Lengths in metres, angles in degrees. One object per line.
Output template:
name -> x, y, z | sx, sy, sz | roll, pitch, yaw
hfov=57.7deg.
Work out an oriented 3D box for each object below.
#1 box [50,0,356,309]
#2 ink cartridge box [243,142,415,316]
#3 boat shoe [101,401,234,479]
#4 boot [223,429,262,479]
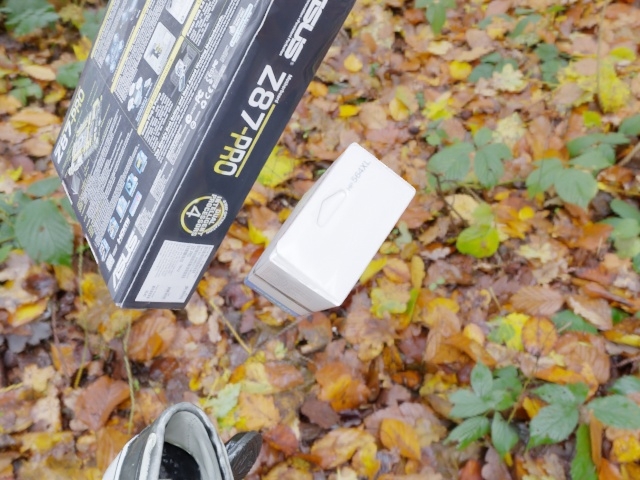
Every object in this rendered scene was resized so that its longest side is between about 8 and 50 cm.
box -> -0.168, -0.170, 0.653 | 0.097, 0.395, 0.318 | 8, 31, -46
ink cartridge box -> 0.000, 0.000, 0.642 | 0.086, 0.203, 0.148 | 37, 74, -6
boat shoe -> -0.065, 0.184, 0.270 | 0.078, 0.070, 0.219 | 14, 39, -37
boot -> -0.361, 0.609, 1.634 | 0.260, 0.131, 0.348 | 27, 45, 31
